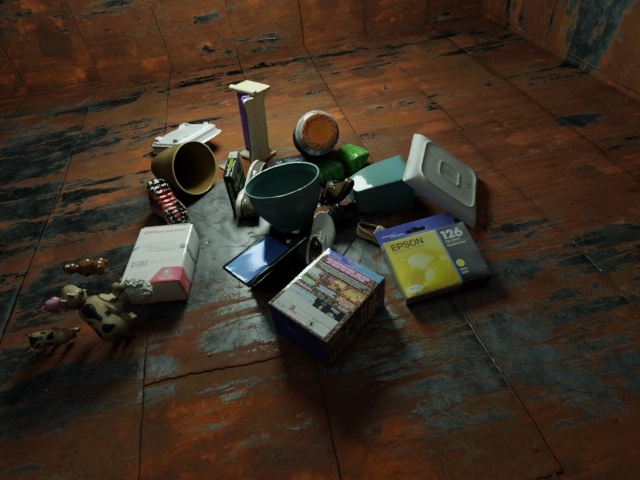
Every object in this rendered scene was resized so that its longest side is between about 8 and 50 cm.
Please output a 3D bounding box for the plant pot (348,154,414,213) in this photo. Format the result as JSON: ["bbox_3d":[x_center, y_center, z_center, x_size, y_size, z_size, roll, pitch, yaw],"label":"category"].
[{"bbox_3d":[0.240,-0.213,1.694,0.234,0.165,0.165,-14,45,-3],"label":"plant pot"}]

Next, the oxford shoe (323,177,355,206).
[{"bbox_3d":[0.063,-0.199,1.645,0.096,0.227,0.083,44,65,-4],"label":"oxford shoe"}]

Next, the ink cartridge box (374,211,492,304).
[{"bbox_3d":[0.380,0.040,1.436,0.304,0.072,0.307,-16,60,-6],"label":"ink cartridge box"}]

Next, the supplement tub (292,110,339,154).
[{"bbox_3d":[-0.024,-0.480,1.885,0.194,0.193,0.316,-11,11,-5],"label":"supplement tub"}]

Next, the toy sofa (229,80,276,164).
[{"bbox_3d":[-0.333,-0.548,1.962,0.150,0.362,0.177,24,47,27],"label":"toy sofa"}]

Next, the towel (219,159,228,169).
[{"bbox_3d":[-0.453,-0.376,2.050,0.060,0.009,0.083,32,57,32],"label":"towel"}]

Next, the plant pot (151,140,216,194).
[{"bbox_3d":[-0.650,-0.336,1.902,0.254,0.237,0.237,9,45,35],"label":"plant pot"}]

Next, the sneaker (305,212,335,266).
[{"bbox_3d":[0.000,0.000,1.498,0.094,0.091,0.258,-7,60,16],"label":"sneaker"}]

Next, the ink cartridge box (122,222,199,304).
[{"bbox_3d":[-0.572,0.081,1.518,0.207,0.117,0.283,-5,45,2],"label":"ink cartridge box"}]

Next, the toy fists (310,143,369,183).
[{"bbox_3d":[0.091,-0.347,1.896,0.279,0.096,0.142,-26,35,-18],"label":"toy fists"}]

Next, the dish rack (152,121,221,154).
[{"bbox_3d":[-0.705,-0.534,2.140,0.333,0.072,0.285,13,46,43],"label":"dish rack"}]

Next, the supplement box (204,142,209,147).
[{"bbox_3d":[-0.620,-0.483,2.149,0.083,0.055,0.043,-19,45,-11],"label":"supplement box"}]

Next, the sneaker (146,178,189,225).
[{"bbox_3d":[-0.643,-0.128,1.761,0.098,0.135,0.276,-27,70,-36],"label":"sneaker"}]

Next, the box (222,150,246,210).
[{"bbox_3d":[-0.366,-0.257,1.794,0.045,0.184,0.190,-2,45,2],"label":"box"}]

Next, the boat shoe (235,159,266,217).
[{"bbox_3d":[-0.277,-0.227,1.806,0.097,0.116,0.324,6,49,7],"label":"boat shoe"}]

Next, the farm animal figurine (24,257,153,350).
[{"bbox_3d":[-0.733,0.224,1.293,0.327,0.172,0.330,24,88,3],"label":"farm animal figurine"}]

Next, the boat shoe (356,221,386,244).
[{"bbox_3d":[0.215,-0.028,1.575,0.170,0.059,0.063,14,48,20],"label":"boat shoe"}]

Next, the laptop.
[{"bbox_3d":[-0.199,0.043,1.497,0.234,0.264,0.136,-41,90,-29],"label":"laptop"}]

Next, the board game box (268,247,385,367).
[{"bbox_3d":[0.026,0.200,1.305,0.232,0.141,0.291,28,54,30],"label":"board game box"}]

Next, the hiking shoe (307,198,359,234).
[{"bbox_3d":[0.047,-0.095,1.625,0.227,0.114,0.086,-24,46,-17],"label":"hiking shoe"}]

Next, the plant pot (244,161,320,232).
[{"bbox_3d":[-0.129,-0.156,1.633,0.293,0.196,0.293,-10,33,7],"label":"plant pot"}]

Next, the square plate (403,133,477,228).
[{"bbox_3d":[0.500,-0.256,1.654,0.344,0.049,0.347,31,47,-10],"label":"square plate"}]

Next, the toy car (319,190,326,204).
[{"bbox_3d":[-0.024,-0.184,1.771,0.122,0.060,0.040,0,12,-2],"label":"toy car"}]

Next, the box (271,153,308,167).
[{"bbox_3d":[-0.128,-0.302,1.874,0.156,0.093,0.158,-13,45,-6],"label":"box"}]
